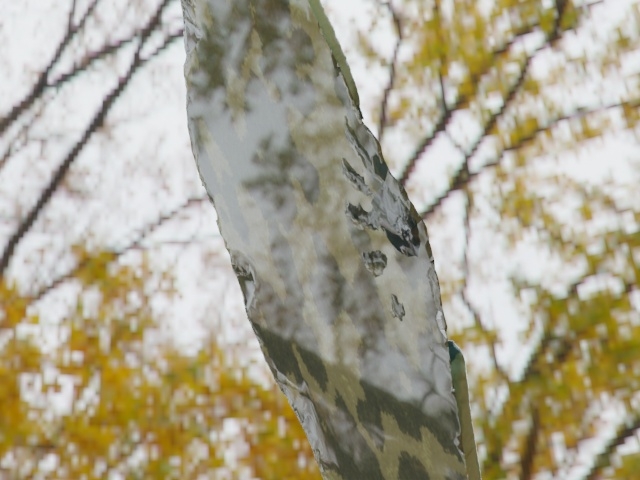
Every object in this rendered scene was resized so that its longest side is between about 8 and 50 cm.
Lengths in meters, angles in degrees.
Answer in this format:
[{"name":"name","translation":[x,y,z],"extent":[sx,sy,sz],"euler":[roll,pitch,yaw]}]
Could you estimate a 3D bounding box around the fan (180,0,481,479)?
[{"name":"fan","translation":[0.000,0.000,0.531],"extent":[0.009,0.131,0.240],"euler":[-21,-85,-26]}]
